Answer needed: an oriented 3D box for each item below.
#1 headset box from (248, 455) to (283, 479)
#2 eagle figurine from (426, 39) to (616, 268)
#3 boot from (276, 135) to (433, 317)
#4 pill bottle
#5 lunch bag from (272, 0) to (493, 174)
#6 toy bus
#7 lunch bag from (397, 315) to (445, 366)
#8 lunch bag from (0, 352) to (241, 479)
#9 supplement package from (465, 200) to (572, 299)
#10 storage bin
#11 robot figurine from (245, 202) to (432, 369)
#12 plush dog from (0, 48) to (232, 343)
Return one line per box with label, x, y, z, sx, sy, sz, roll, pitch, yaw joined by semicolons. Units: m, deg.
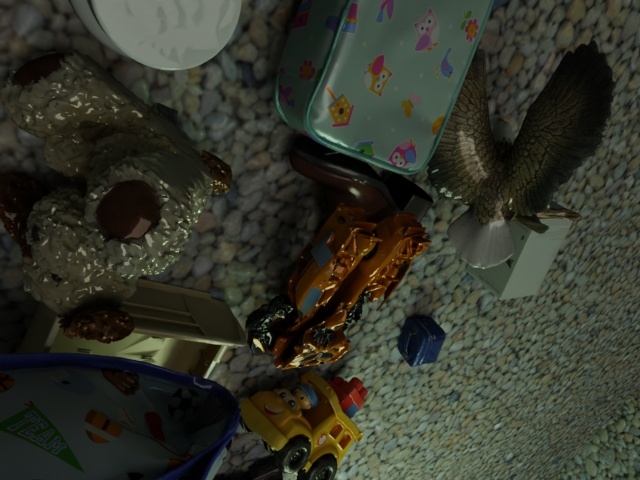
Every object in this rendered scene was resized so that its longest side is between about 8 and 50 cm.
headset box;-0.111;0.482;1.059;0.062;0.032;0.083;-17;130;-21
eagle figurine;0.270;-0.130;0.769;0.226;0.225;0.298;-24;142;-2
boot;0.000;0.000;0.779;0.264;0.096;0.280;15;120;-45
pill bottle;-0.148;-0.218;0.422;0.121;0.221;0.121;-16;128;-21
lunch bag;0.080;-0.223;0.614;0.224;0.108;0.279;13;105;-39
toy bus;-0.014;0.318;0.942;0.211;0.149;0.220;-45;131;-14
lunch bag;0.197;0.199;1.025;0.065;0.067;0.098;-6;123;-29
lunch bag;-0.290;0.300;0.534;0.385;0.239;0.328;13;114;-54
supplement package;0.371;0.007;0.972;0.105;0.105;0.179;-4;122;-30
storage bin;-0.270;0.191;0.699;0.260;0.123;0.262;19;110;-38
robot figurine;0.019;0.080;0.730;0.211;0.085;0.291;3;129;-41
plush dog;-0.222;-0.024;0.537;0.225;0.262;0.210;-44;159;12
